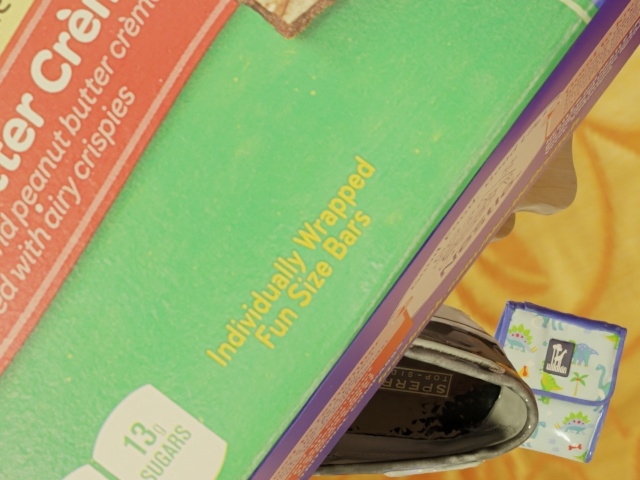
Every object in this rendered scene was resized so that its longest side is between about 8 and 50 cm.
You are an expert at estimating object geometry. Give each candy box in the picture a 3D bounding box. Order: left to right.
[{"bbox_3d":[-0.107,-0.071,0.457,0.317,0.268,0.122,36,176,10],"label":"candy box"}]

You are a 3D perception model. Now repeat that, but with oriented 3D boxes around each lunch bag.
[{"bbox_3d":[0.234,0.140,1.830,0.129,0.096,0.151,13,115,-2],"label":"lunch bag"}]

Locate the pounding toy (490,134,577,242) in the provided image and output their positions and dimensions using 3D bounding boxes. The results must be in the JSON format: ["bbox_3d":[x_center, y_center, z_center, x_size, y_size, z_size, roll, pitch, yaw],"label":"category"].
[{"bbox_3d":[0.038,-0.065,1.237,0.155,0.270,0.154,-28,72,46],"label":"pounding toy"}]

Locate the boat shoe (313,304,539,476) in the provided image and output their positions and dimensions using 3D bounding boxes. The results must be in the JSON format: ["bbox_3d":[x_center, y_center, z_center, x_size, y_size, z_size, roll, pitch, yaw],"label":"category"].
[{"bbox_3d":[-0.026,0.082,0.972,0.102,0.301,0.108,-134,54,-66],"label":"boat shoe"}]
